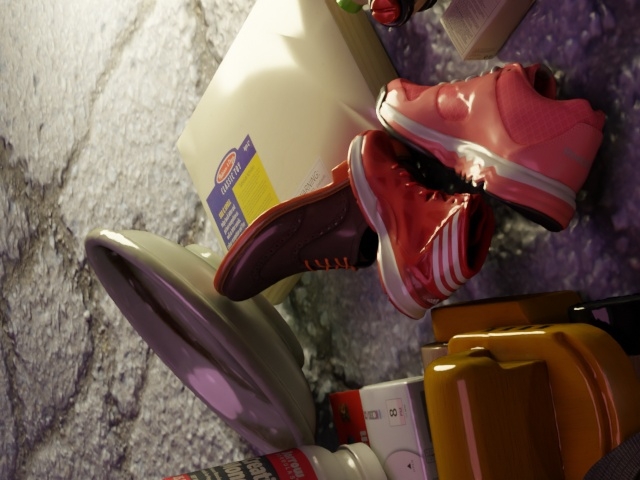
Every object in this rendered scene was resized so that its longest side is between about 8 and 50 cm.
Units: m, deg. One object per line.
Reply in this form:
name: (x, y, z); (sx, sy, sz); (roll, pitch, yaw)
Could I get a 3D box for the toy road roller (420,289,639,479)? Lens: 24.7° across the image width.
toy road roller: (0.173, 0.160, 1.361); (0.329, 0.241, 0.202); (-9, 89, 57)

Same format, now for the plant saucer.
plant saucer: (-0.127, 0.114, 1.836); (0.400, 0.100, 0.400); (42, 163, 16)

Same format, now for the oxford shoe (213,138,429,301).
oxford shoe: (0.000, 0.000, 1.621); (0.271, 0.097, 0.098); (-36, 68, 15)

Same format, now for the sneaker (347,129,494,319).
sneaker: (0.112, -0.039, 1.488); (0.128, 0.087, 0.221); (-31, 60, 27)

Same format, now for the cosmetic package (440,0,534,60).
cosmetic package: (0.171, -0.238, 1.454); (0.115, 0.041, 0.060); (-53, 54, 47)

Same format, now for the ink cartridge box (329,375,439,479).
ink cartridge box: (0.072, 0.263, 1.707); (0.232, 0.066, 0.189); (-18, 83, 52)

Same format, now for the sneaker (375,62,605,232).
sneaker: (0.175, -0.119, 1.447); (0.136, 0.116, 0.314); (-59, 36, 5)

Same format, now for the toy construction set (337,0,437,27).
toy construction set: (0.066, -0.350, 1.487); (0.215, 0.151, 0.327); (47, 147, 6)

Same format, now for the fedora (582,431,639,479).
fedora: (0.350, 0.212, 1.128); (0.124, 0.275, 0.244); (65, 172, -18)

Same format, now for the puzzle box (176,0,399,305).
puzzle box: (-0.043, -0.132, 1.790); (0.409, 0.052, 0.272); (-53, 55, 48)

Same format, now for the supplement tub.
supplement tub: (-0.061, 0.341, 1.666); (0.191, 0.272, 0.191); (169, 90, -74)
